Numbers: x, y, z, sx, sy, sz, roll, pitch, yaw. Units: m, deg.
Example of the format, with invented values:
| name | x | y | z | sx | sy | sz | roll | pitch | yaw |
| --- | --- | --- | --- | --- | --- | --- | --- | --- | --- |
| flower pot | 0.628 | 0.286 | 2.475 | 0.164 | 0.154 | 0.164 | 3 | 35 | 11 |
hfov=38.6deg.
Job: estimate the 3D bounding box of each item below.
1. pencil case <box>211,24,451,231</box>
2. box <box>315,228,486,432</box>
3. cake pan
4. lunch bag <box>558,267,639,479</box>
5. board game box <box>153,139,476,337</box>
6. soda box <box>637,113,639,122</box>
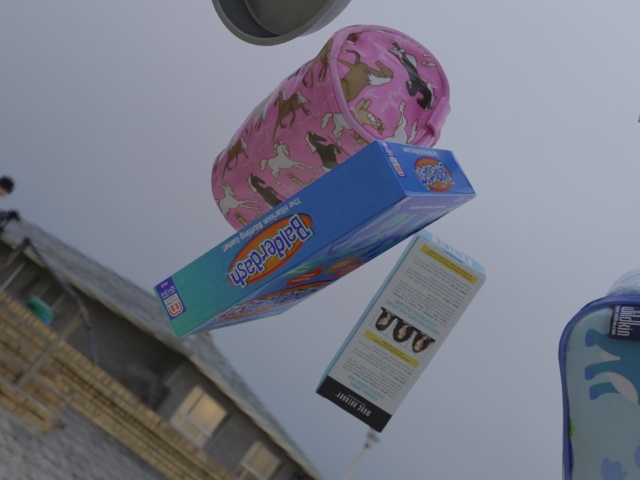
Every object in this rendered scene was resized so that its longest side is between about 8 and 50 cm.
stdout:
| name | x | y | z | sx | sy | sz | roll | pitch | yaw |
| --- | --- | --- | --- | --- | --- | --- | --- | --- | --- |
| pencil case | -0.001 | -0.117 | 1.136 | 0.167 | 0.160 | 0.386 | 0 | -17 | -27 |
| box | 0.100 | 0.113 | 1.149 | 0.101 | 0.244 | 0.060 | 33 | 14 | 0 |
| cake pan | -0.037 | -0.398 | 1.205 | 0.293 | 0.293 | 0.054 | 23 | 12 | 41 |
| lunch bag | 0.210 | 0.124 | 0.445 | 0.176 | 0.090 | 0.218 | 6 | -76 | 33 |
| board game box | 0.000 | 0.000 | 0.700 | 0.160 | 0.210 | 0.047 | -6 | 67 | -63 |
| soda box | 0.572 | -0.268 | 1.443 | 0.069 | 0.216 | 0.074 | 28 | -26 | -10 |
